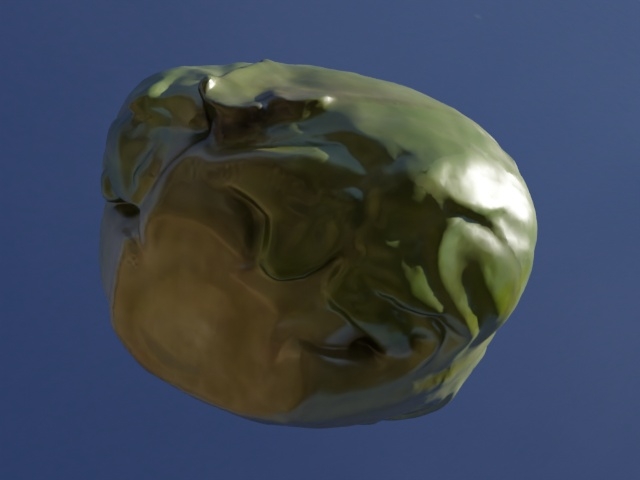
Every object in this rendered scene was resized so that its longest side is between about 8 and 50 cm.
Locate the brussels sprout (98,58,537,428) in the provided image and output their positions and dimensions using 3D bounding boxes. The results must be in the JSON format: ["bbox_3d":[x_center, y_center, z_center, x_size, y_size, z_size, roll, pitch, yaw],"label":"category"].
[{"bbox_3d":[0.000,0.000,1.170,0.328,0.328,0.247,14,-69,19],"label":"brussels sprout"}]
